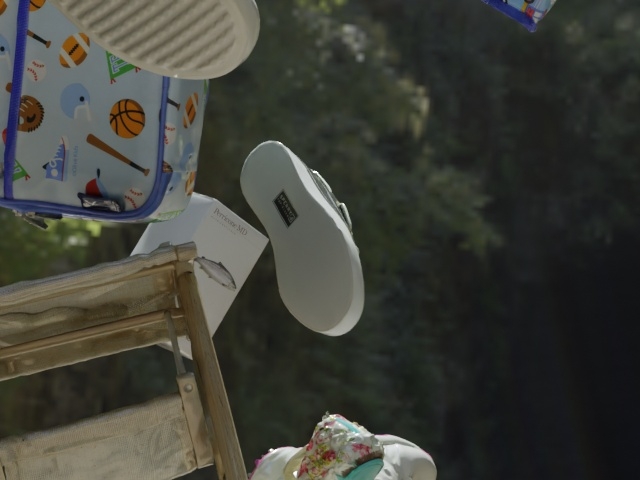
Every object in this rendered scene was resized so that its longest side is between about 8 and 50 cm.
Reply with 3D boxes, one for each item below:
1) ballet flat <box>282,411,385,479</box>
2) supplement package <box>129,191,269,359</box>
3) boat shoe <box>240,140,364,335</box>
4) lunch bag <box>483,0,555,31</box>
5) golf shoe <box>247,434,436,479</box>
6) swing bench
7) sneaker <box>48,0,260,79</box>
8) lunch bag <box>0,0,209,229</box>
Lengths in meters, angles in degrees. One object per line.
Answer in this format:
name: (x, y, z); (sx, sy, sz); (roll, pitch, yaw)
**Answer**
ballet flat: (-0.018, 0.261, 1.715); (0.091, 0.241, 0.077); (-2, 44, -51)
supplement package: (-0.168, 0.040, 2.178); (0.105, 0.179, 0.105); (37, -12, -35)
boat shoe: (0.000, 0.000, 1.504); (0.078, 0.219, 0.070); (-43, -46, 21)
lunch bag: (0.273, -0.382, 2.014); (0.138, 0.221, 0.293); (32, 23, 11)
golf shoe: (0.046, 0.304, 2.031); (0.306, 0.115, 0.140); (-2, 27, -47)
swing bench: (-0.215, 0.153, 1.616); (0.253, 0.255, 0.165); (-12, -8, -9)
sneaker: (-0.180, -0.269, 1.482); (0.366, 0.135, 0.150); (34, 41, 15)
lunch bag: (-0.240, -0.159, 1.789); (0.243, 0.303, 0.115); (9, 4, 18)
